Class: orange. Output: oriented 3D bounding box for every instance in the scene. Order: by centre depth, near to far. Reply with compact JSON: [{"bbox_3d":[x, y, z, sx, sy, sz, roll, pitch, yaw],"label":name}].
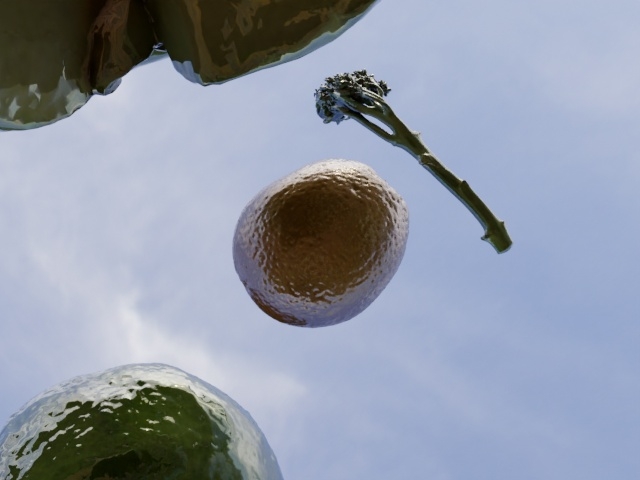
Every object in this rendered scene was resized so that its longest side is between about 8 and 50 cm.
[{"bbox_3d":[0.000,0.000,0.625,0.085,0.085,0.085,2,-104,-6],"label":"orange"}]

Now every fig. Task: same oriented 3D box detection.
[{"bbox_3d":[-0.139,0.162,0.842,0.203,0.235,0.203,-11,-69,-31],"label":"fig"}]

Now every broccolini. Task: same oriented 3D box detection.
[{"bbox_3d":[0.060,-0.060,0.934,0.054,0.052,0.194,-41,-120,-1],"label":"broccolini"}]

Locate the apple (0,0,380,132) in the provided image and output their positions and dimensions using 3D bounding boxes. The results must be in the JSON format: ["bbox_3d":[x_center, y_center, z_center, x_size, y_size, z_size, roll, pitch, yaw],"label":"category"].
[{"bbox_3d":[-0.100,-0.182,0.488,0.295,0.233,0.258,-18,-74,-18],"label":"apple"}]
